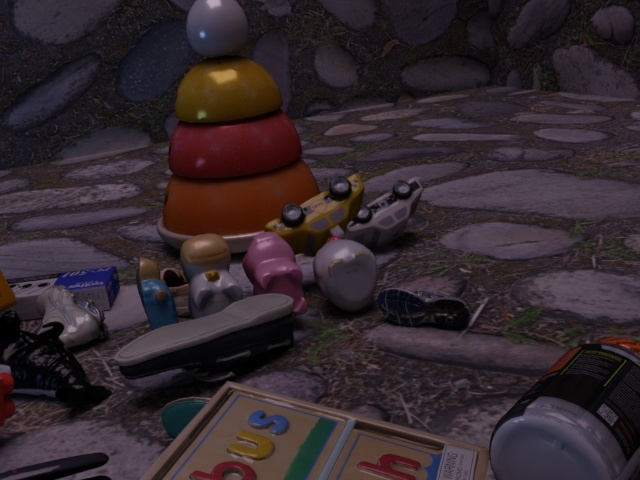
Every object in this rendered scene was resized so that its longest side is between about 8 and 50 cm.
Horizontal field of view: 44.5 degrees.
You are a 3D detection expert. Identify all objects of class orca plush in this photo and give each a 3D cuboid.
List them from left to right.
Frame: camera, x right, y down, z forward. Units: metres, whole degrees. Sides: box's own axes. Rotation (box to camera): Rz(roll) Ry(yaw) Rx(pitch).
[{"bbox_3d":[-0.408,0.148,1.024,0.287,0.102,0.151,12,25,44],"label":"orca plush"}]

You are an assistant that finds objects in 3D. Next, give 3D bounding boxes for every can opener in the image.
[{"bbox_3d":[-0.296,0.244,0.758,0.186,0.059,0.073,-14,19,-23],"label":"can opener"}]

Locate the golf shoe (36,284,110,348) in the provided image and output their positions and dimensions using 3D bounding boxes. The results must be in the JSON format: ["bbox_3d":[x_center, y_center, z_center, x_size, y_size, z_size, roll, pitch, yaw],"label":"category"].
[{"bbox_3d":[-0.400,0.118,1.185,0.176,0.069,0.086,10,30,44],"label":"golf shoe"}]

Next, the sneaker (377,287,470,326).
[{"bbox_3d":[0.148,0.094,1.111,0.135,0.052,0.058,9,12,22],"label":"sneaker"}]

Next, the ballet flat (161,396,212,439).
[{"bbox_3d":[-0.091,0.202,0.857,0.168,0.057,0.052,2,-9,13],"label":"ballet flat"}]

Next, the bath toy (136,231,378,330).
[{"bbox_3d":[-0.089,0.056,1.152,0.348,0.152,0.129,-8,6,-17],"label":"bath toy"}]

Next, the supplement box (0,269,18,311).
[{"bbox_3d":[-0.640,0.087,1.056,0.195,0.194,0.356,-21,6,36],"label":"supplement box"}]

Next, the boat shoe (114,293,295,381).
[{"bbox_3d":[-0.140,0.137,1.009,0.254,0.079,0.095,-18,19,-40],"label":"boat shoe"}]

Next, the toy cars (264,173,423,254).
[{"bbox_3d":[0.063,-0.026,1.342,0.087,0.176,0.393,52,28,21],"label":"toy cars"}]

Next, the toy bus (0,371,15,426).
[{"bbox_3d":[-0.426,0.161,0.821,0.149,0.221,0.211,10,17,33],"label":"toy bus"}]

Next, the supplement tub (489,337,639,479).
[{"bbox_3d":[0.247,0.167,0.719,0.117,0.117,0.190,9,23,39],"label":"supplement tub"}]

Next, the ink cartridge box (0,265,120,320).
[{"bbox_3d":[-0.450,0.091,1.312,0.207,0.046,0.097,-7,19,-3],"label":"ink cartridge box"}]

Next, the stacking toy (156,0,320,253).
[{"bbox_3d":[-0.175,-0.237,1.530,0.350,0.480,0.351,-5,17,2],"label":"stacking toy"}]

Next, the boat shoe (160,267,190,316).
[{"bbox_3d":[-0.244,0.073,1.275,0.063,0.059,0.170,-19,22,-35],"label":"boat shoe"}]

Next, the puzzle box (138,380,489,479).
[{"bbox_3d":[-0.034,0.249,0.577,0.271,0.052,0.409,11,22,14],"label":"puzzle box"}]
